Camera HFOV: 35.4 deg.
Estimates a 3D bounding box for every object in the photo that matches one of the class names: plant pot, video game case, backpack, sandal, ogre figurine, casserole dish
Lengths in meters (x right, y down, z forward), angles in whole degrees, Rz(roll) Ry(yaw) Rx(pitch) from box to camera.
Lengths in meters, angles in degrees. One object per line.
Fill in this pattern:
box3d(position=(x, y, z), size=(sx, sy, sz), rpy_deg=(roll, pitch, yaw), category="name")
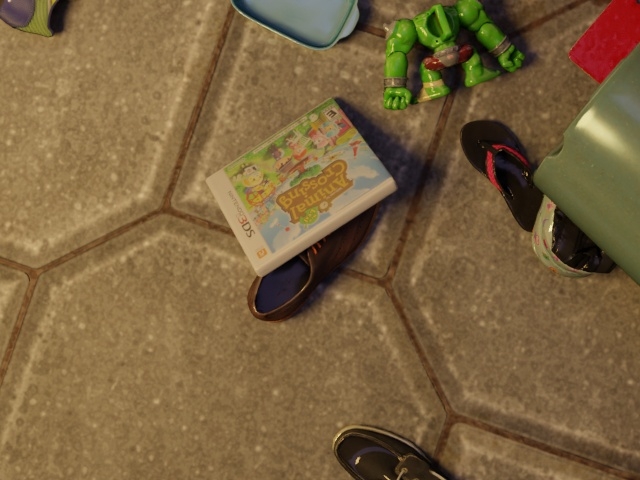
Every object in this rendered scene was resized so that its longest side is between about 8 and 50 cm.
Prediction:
box3d(position=(0.445, -0.060, 1.117), size=(0.334, 0.341, 0.341), rpy_deg=(42, 91, 11), category="plant pot")
box3d(position=(-0.030, -0.076, 1.327), size=(0.212, 0.023, 0.193), rpy_deg=(-33, 50, 1), category="video game case")
box3d(position=(0.355, -0.038, 1.315), size=(0.152, 0.115, 0.182), rpy_deg=(21, 83, 1), category="backpack")
box3d(position=(0.257, -0.092, 1.361), size=(0.067, 0.040, 0.179), rpy_deg=(-35, 87, 1), category="sandal")
box3d(position=(0.168, -0.257, 1.344), size=(0.197, 0.097, 0.118), rpy_deg=(-16, 99, 13), category="ogre figurine")
box3d(position=(-0.035, -0.334, 1.383), size=(0.188, 0.037, 0.114), rpy_deg=(27, 90, 4), category="casserole dish")

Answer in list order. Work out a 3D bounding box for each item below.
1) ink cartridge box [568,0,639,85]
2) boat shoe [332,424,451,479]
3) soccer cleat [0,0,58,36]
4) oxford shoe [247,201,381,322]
box3d(position=(0.530, -0.280, 1.310), size=(0.272, 0.130, 0.309), rpy_deg=(40, 91, 4), category="ink cartridge box")
box3d(position=(0.119, 0.325, 1.339), size=(0.233, 0.079, 0.084), rpy_deg=(34, 92, 4), category="boat shoe")
box3d(position=(-0.353, -0.418, 1.388), size=(0.121, 0.093, 0.289), rpy_deg=(29, 85, -27), category="soccer cleat")
box3d(position=(0.000, 0.000, 1.341), size=(0.097, 0.098, 0.271), rpy_deg=(34, 90, 3), category="oxford shoe")
